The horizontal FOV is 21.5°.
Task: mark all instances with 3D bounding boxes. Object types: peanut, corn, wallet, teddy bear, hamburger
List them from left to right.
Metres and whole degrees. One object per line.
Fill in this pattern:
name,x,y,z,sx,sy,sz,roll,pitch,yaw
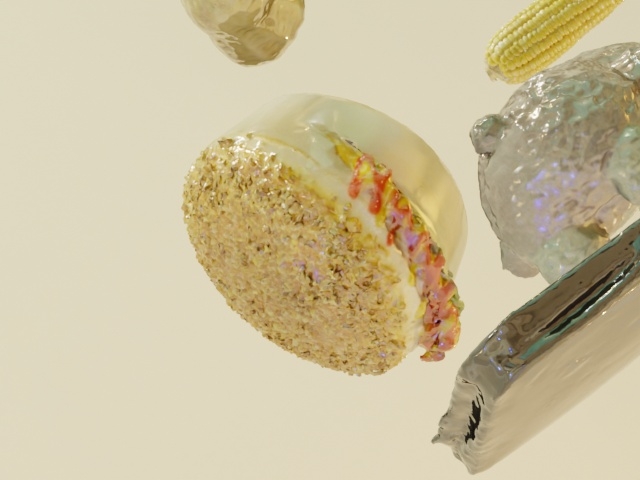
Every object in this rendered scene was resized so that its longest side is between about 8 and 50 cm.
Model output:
peanut,-0.068,-0.211,1.448,0.214,0.098,0.090,36,-130,-74
hamburger,0.000,0.000,1.582,0.179,0.294,0.276,-51,-50,-33
corn,0.261,-0.242,1.823,0.067,0.206,0.067,50,-176,-4
teddy bear,0.214,-0.068,1.328,0.151,0.236,0.267,44,-158,13
wallet,0.219,-0.005,0.948,0.377,0.197,0.051,-37,-110,-12
